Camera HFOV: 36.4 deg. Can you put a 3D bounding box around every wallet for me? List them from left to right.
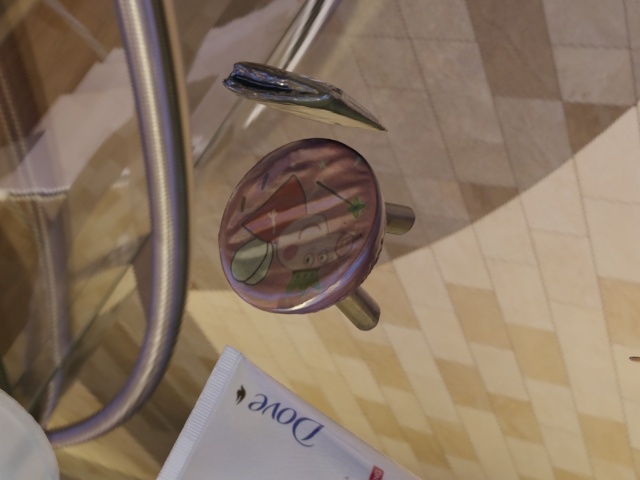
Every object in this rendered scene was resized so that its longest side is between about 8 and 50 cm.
[{"bbox_3d":[-0.012,-0.196,1.370,0.168,0.052,0.245,15,-178,24],"label":"wallet"}]

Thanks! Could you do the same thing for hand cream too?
[{"bbox_3d":[0.005,0.192,0.754,0.248,0.133,0.083,28,157,-9],"label":"hand cream"}]

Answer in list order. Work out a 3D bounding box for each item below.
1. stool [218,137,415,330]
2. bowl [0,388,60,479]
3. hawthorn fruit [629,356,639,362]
[{"bbox_3d":[0.000,0.000,1.466,0.272,0.272,0.178,8,165,32],"label":"stool"},{"bbox_3d":[-0.417,0.266,0.984,0.277,0.145,0.277,3,117,5],"label":"bowl"},{"bbox_3d":[0.507,0.116,1.259,0.210,0.210,0.262,31,148,-4],"label":"hawthorn fruit"}]
